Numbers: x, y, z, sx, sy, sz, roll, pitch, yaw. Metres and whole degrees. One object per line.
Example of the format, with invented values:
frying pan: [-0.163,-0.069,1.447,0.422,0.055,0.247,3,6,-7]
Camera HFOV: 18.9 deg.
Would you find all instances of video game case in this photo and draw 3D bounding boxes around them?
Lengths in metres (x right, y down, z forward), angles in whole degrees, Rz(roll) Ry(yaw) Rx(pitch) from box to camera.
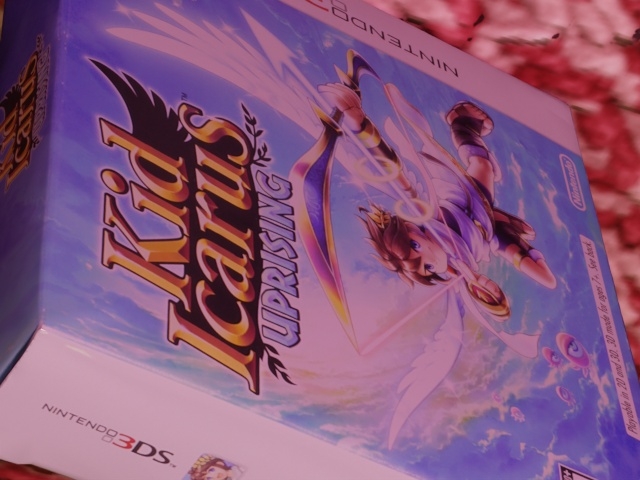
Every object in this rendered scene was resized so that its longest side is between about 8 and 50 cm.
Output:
video game case: [0.000,0.000,0.699,0.244,0.269,0.061,23,125,-23]
